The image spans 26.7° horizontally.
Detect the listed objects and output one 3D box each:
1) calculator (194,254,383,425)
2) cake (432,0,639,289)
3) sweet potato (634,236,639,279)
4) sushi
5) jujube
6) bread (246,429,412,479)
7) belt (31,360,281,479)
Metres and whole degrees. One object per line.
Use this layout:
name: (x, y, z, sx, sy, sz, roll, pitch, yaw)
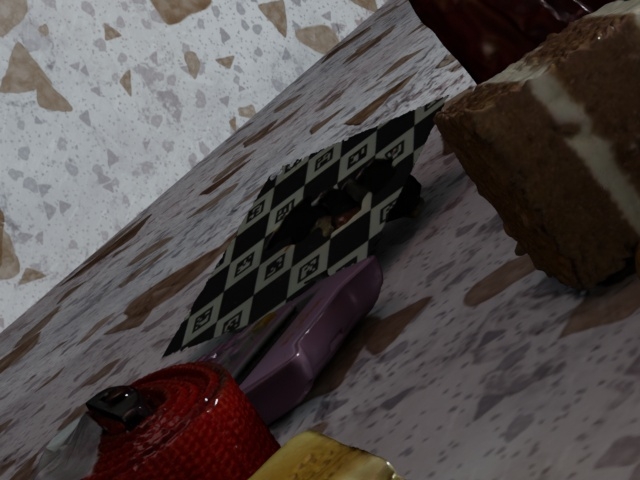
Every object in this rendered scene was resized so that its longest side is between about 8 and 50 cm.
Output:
calculator: (-0.074, 0.118, 1.074, 0.294, 0.043, 0.194, -32, 12, 40)
cake: (0.168, -0.064, 0.823, 0.147, 0.135, 0.134, -37, 8, -2)
sweet potato: (0.246, -0.097, 0.660, 0.066, 0.072, 0.314, 7, -51, -46)
sushi: (0.000, 0.000, 1.305, 0.290, 0.050, 0.264, -21, 33, 47)
jujube: (0.170, -0.173, 1.048, 0.155, 0.230, 0.155, -45, 20, 21)
bread: (-0.019, 0.162, 0.582, 0.173, 0.085, 0.134, -38, 14, -15)
belt: (-0.095, 0.140, 0.814, 0.128, 0.124, 0.201, -39, 12, -22)
